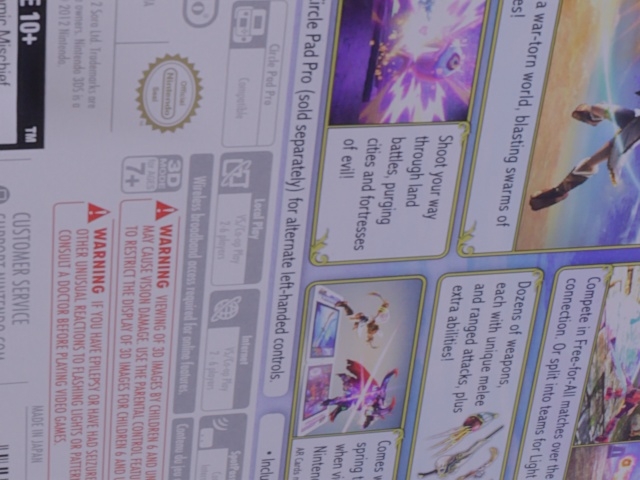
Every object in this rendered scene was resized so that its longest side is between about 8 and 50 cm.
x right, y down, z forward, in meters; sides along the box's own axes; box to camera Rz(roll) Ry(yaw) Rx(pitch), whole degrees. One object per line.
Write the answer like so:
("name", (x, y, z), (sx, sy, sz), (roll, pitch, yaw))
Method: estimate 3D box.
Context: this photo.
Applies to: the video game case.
("video game case", (0.000, 0.000, 0.491), (0.244, 0.061, 0.269), (-2, 123, -14))
